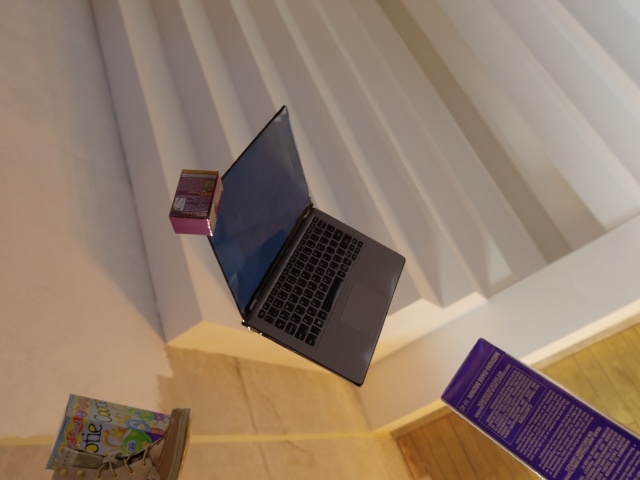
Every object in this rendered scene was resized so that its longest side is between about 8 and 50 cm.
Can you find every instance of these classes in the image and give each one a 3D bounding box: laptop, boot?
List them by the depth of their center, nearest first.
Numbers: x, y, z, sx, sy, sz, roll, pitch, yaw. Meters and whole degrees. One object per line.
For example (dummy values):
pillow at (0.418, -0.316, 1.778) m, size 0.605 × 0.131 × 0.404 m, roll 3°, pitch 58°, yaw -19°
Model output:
boot at (-0.338, 0.378, 0.923) m, size 0.204 × 0.261 × 0.095 m, roll 20°, pitch -165°, yaw -5°
laptop at (0.000, 0.000, 1.087) m, size 0.408 × 0.236 × 0.382 m, roll 29°, pitch -135°, yaw -1°

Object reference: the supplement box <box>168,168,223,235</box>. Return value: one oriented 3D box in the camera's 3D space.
supplement box at (-0.168, -0.052, 0.743) m, size 0.043 × 0.055 × 0.083 m, roll 91°, pitch -175°, yaw -55°

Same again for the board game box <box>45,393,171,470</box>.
board game box at (-0.530, 0.513, 1.397) m, size 0.275 × 0.144 × 0.142 m, roll 20°, pitch 180°, yaw -20°

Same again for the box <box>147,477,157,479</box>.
box at (-0.252, 0.440, 0.424) m, size 0.097 × 0.318 × 0.395 m, roll 25°, pitch -158°, yaw 15°

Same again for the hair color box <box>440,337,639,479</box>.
hair color box at (0.337, 0.264, 0.671) m, size 0.339 × 0.110 × 0.185 m, roll 35°, pitch -178°, yaw 37°
